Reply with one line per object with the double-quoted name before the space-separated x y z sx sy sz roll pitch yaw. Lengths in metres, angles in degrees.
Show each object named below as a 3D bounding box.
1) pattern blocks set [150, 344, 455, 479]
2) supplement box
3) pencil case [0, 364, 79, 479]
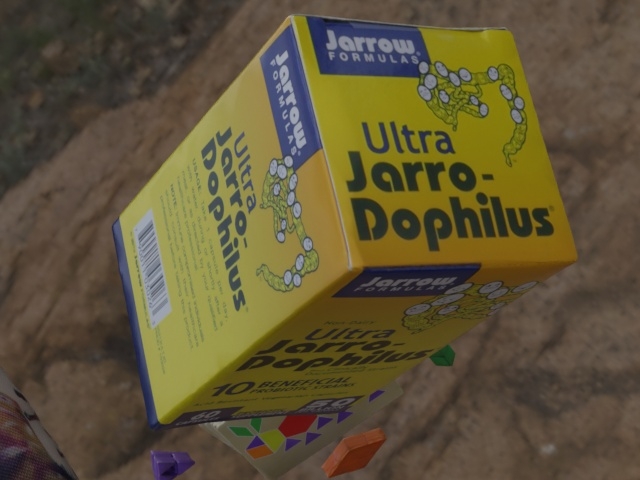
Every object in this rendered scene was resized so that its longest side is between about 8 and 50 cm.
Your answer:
"pattern blocks set" -0.018 0.163 1.453 0.324 0.285 0.026 -29 50 -5
"supplement box" 0.000 0.000 1.137 0.356 0.194 0.195 -42 56 53
"pencil case" -0.155 0.261 0.779 0.183 0.410 0.160 -33 -2 14
